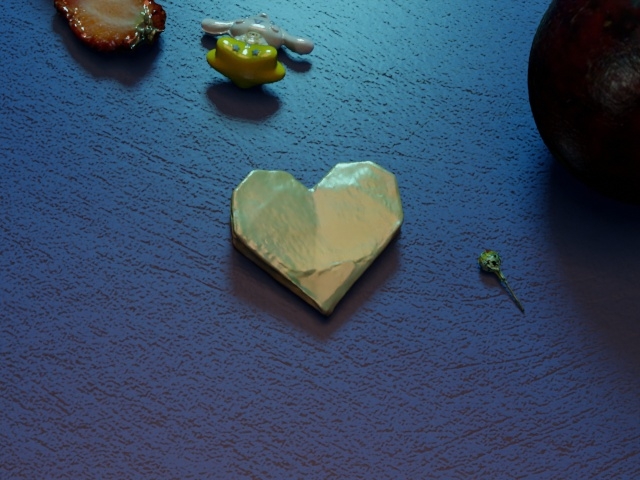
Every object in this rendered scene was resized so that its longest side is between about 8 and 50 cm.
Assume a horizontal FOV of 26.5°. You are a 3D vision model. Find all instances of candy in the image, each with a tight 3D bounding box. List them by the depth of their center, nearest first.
[{"bbox_3d":[0.211,0.048,1.573,0.023,0.025,0.083,-36,78,28],"label":"candy"}]

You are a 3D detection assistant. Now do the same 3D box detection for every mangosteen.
[{"bbox_3d":[0.384,-0.206,1.558,0.306,0.306,0.359,-1,36,-3],"label":"mangosteen"}]

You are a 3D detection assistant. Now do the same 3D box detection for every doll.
[{"bbox_3d":[-0.075,-0.236,1.660,0.135,0.071,0.113,-5,49,-12],"label":"doll"}]

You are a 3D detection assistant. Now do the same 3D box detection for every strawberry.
[{"bbox_3d":[-0.256,-0.275,1.670,0.152,0.048,0.104,26,75,23],"label":"strawberry"}]

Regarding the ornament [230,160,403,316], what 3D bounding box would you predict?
[{"bbox_3d":[0.000,0.000,1.562,0.201,0.059,0.180,-5,71,-7],"label":"ornament"}]
